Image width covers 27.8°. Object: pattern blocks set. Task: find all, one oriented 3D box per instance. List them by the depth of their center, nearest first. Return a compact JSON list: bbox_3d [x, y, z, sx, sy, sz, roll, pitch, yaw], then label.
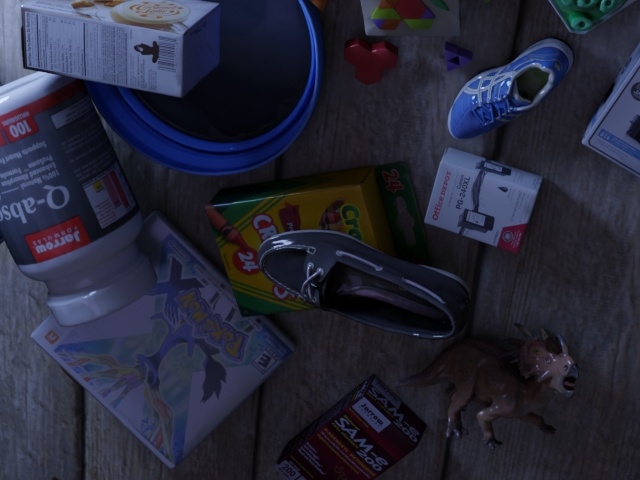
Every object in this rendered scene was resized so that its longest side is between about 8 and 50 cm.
[{"bbox_3d":[0.114,-0.344,1.745,0.285,0.026,0.325,-8,138,23],"label":"pattern blocks set"}]

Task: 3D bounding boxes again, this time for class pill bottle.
[{"bbox_3d":[-0.397,-0.067,1.974,0.210,0.210,0.363,-15,107,25],"label":"pill bottle"}]

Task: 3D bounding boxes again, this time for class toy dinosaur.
[{"bbox_3d":[0.270,0.204,2.003,0.296,0.127,0.200,14,113,26],"label":"toy dinosaur"}]

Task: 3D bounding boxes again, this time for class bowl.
[{"bbox_3d":[-0.175,-0.288,1.923,0.391,0.077,0.391,8,119,15],"label":"bowl"}]

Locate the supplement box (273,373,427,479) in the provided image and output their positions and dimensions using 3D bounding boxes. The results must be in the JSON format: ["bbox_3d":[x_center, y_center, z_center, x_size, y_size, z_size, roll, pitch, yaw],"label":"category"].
[{"bbox_3d":[0.048,0.346,2.174,0.130,0.073,0.239,44,120,-5],"label":"supplement box"}]

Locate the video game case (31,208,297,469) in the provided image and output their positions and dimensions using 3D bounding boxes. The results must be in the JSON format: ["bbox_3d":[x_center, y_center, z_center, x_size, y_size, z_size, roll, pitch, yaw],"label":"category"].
[{"bbox_3d":[-0.257,0.166,2.137,0.300,0.036,0.329,-45,97,6],"label":"video game case"}]

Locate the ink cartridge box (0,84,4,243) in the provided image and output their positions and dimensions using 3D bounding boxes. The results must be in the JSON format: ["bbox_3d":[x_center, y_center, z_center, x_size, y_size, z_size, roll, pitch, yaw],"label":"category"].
[{"bbox_3d":[-0.561,-0.138,2.001,0.072,0.303,0.307,-18,108,25],"label":"ink cartridge box"}]

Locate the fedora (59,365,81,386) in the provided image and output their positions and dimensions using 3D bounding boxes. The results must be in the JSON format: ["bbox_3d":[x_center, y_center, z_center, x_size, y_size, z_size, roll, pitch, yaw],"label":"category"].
[{"bbox_3d":[-0.362,0.173,2.219,0.194,0.079,0.194,5,116,10],"label":"fedora"}]

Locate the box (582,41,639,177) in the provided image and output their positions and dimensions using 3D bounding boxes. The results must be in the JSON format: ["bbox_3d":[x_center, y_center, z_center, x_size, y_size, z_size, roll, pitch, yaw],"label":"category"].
[{"bbox_3d":[0.496,-0.216,1.721,0.169,0.087,0.290,32,122,1],"label":"box"}]

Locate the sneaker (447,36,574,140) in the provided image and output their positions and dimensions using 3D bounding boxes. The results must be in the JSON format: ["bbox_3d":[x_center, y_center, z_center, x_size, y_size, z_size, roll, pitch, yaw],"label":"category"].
[{"bbox_3d":[0.257,-0.207,1.812,0.080,0.081,0.211,46,122,-9],"label":"sneaker"}]

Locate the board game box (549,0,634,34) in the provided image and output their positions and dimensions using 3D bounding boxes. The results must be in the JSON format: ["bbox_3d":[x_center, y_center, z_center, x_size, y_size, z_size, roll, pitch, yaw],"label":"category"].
[{"bbox_3d":[0.374,-0.511,1.588,0.390,0.050,0.390,-33,102,18],"label":"board game box"}]

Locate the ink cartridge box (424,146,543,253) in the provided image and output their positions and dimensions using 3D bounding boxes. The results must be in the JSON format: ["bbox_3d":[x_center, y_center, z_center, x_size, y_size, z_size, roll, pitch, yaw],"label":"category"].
[{"bbox_3d":[0.238,-0.060,1.904,0.150,0.063,0.109,18,121,9],"label":"ink cartridge box"}]

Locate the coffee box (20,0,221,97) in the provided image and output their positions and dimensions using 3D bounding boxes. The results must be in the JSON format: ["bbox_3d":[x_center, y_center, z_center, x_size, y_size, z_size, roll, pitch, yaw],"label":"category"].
[{"bbox_3d":[-0.281,-0.290,1.832,0.246,0.141,0.098,12,120,14],"label":"coffee box"}]

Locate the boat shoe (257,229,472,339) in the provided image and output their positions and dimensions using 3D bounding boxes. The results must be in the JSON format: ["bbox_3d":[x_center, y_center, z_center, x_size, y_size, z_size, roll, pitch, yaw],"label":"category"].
[{"bbox_3d":[0.059,0.067,1.917,0.335,0.095,0.112,14,119,8],"label":"boat shoe"}]

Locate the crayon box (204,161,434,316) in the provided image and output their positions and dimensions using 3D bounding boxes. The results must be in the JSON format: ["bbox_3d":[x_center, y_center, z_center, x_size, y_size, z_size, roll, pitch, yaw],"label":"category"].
[{"bbox_3d":[0.000,0.000,2.008,0.318,0.081,0.202,-9,112,22],"label":"crayon box"}]
